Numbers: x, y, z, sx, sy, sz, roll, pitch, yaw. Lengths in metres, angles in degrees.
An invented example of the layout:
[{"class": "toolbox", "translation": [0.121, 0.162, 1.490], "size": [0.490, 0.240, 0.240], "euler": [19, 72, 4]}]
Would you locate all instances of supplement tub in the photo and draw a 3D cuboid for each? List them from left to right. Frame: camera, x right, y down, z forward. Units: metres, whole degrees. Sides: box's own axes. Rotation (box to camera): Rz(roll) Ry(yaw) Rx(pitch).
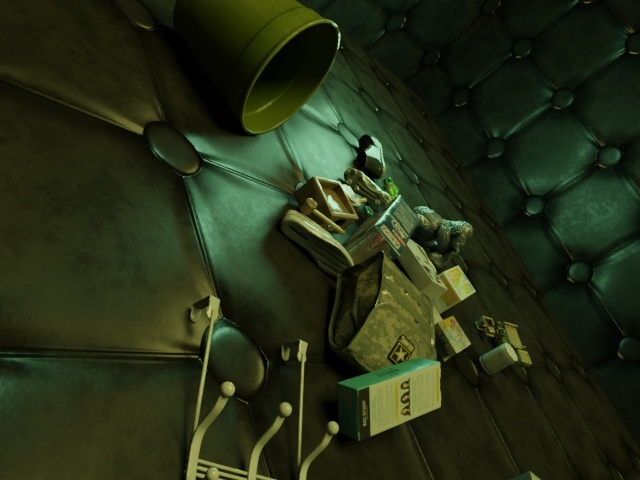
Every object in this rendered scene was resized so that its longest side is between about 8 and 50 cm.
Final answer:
[{"class": "supplement tub", "translation": [0.593, 0.397, 1.812], "size": [0.071, 0.107, 0.071], "euler": [39, 28, -26]}]

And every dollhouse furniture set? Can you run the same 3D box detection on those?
[{"class": "dollhouse furniture set", "translation": [0.647, 0.389, 1.973], "size": [0.160, 0.101, 0.182], "euler": [17, 37, -13]}]

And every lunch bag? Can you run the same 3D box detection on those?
[{"class": "lunch bag", "translation": [0.147, 0.209, 1.249], "size": [0.235, 0.168, 0.287], "euler": [45, 34, -25]}]

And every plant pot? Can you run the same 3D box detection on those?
[{"class": "plant pot", "translation": [-0.200, -0.542, 1.474], "size": [0.353, 0.366, 0.366], "euler": [44, 24, 10]}]

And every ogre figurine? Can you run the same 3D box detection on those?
[{"class": "ogre figurine", "translation": [0.267, -0.126, 1.941], "size": [0.197, 0.096, 0.118], "euler": [91, -6, -50]}]

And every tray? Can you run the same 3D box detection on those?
[{"class": "tray", "translation": [0.340, 0.237, 1.686], "size": [0.271, 0.030, 0.145], "euler": [59, 25, 14]}]

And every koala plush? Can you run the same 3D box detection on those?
[{"class": "koala plush", "translation": [0.432, -0.039, 2.037], "size": [0.221, 0.203, 0.196], "euler": [41, 25, 3]}]

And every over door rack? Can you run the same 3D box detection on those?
[{"class": "over door rack", "translation": [-0.091, 0.247, 0.864], "size": [0.239, 0.108, 0.324], "euler": [34, 31, -35]}]

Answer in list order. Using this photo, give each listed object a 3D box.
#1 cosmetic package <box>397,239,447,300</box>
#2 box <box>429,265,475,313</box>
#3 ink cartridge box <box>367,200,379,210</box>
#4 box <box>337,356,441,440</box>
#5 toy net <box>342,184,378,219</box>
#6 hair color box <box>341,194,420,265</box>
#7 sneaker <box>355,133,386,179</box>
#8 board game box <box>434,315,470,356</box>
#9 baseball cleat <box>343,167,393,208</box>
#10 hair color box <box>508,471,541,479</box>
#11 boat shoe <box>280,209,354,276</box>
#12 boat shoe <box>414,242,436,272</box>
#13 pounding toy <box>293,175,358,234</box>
[{"class": "cosmetic package", "translation": [0.312, 0.079, 1.759], "size": [0.098, 0.060, 0.239], "euler": [30, 23, -43]}, {"class": "box", "translation": [0.435, 0.167, 1.846], "size": [0.114, 0.103, 0.203], "euler": [58, 26, 12]}, {"class": "ink cartridge box", "translation": [0.188, -0.137, 1.910], "size": [0.048, 0.028, 0.083], "euler": [28, 34, -38]}, {"class": "box", "translation": [0.144, 0.313, 1.093], "size": [0.244, 0.060, 0.101], "euler": [-4, 94, -39]}, {"class": "toy net", "translation": [0.136, -0.093, 1.757], "size": [0.232, 0.045, 0.122], "euler": [34, 33, -31]}, {"class": "hair color box", "translation": [0.160, -0.006, 1.528], "size": [0.105, 0.173, 0.347], "euler": [50, 25, -2]}, {"class": "sneaker", "translation": [0.180, -0.349, 2.107], "size": [0.118, 0.083, 0.222], "euler": [25, 38, -44]}, {"class": "board game box", "translation": [0.400, 0.289, 1.650], "size": [0.154, 0.026, 0.104], "euler": [-2, 59, -60]}, {"class": "baseball cleat", "translation": [0.166, -0.168, 1.848], "size": [0.206, 0.072, 0.109], "euler": [44, 11, 21]}, {"class": "hair color box", "translation": [0.606, 0.761, 1.361], "size": [0.374, 0.113, 0.185], "euler": [40, 28, -23]}, {"class": "boat shoe", "translation": [0.000, 0.000, 1.357], "size": [0.226, 0.083, 0.076], "euler": [43, 28, -18]}, {"class": "boat shoe", "translation": [0.351, 0.070, 1.903], "size": [0.043, 0.049, 0.137], "euler": [-32, 84, -25]}, {"class": "pounding toy", "translation": [-0.001, -0.070, 1.439], "size": [0.206, 0.094, 0.181], "euler": [4, 55, -53]}]
